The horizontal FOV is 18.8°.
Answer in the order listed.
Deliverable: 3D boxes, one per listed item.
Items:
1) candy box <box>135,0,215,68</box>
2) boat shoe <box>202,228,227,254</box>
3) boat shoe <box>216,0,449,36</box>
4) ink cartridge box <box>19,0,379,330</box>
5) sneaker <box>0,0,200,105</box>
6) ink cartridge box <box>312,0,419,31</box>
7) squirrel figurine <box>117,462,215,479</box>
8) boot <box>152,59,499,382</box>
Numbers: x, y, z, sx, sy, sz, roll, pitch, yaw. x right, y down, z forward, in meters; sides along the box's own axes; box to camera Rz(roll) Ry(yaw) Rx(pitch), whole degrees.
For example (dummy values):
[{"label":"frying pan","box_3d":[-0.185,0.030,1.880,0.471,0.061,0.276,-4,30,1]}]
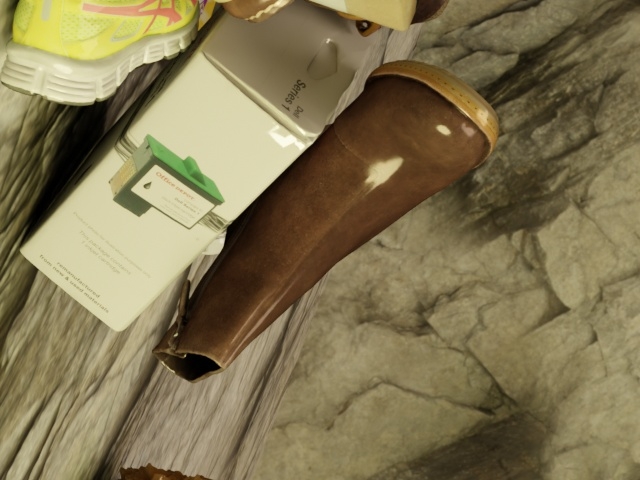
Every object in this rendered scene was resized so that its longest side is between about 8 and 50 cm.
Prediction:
[{"label":"candy box","box_3d":[-0.104,-0.180,1.363,0.206,0.027,0.105,-46,158,-74]},{"label":"boat shoe","box_3d":[-0.071,-0.070,1.774,0.228,0.080,0.076,-48,159,-55]},{"label":"boat shoe","box_3d":[0.044,-0.193,1.206,0.123,0.123,0.342,-28,-170,31]},{"label":"ink cartridge box","box_3d":[-0.078,-0.067,1.255,0.219,0.092,0.160,-44,-169,36]},{"label":"sneaker","box_3d":[-0.117,-0.152,1.116,0.208,0.081,0.094,-62,162,-63]},{"label":"ink cartridge box","box_3d":[-0.058,-0.182,0.824,0.193,0.234,0.088,53,57,-81]},{"label":"squirrel figurine","box_3d":[-0.173,0.393,1.710,0.370,0.281,0.397,-16,111,-70]},{"label":"boot","box_3d":[0.000,0.000,1.201,0.207,0.090,0.248,-55,-167,-20]}]
